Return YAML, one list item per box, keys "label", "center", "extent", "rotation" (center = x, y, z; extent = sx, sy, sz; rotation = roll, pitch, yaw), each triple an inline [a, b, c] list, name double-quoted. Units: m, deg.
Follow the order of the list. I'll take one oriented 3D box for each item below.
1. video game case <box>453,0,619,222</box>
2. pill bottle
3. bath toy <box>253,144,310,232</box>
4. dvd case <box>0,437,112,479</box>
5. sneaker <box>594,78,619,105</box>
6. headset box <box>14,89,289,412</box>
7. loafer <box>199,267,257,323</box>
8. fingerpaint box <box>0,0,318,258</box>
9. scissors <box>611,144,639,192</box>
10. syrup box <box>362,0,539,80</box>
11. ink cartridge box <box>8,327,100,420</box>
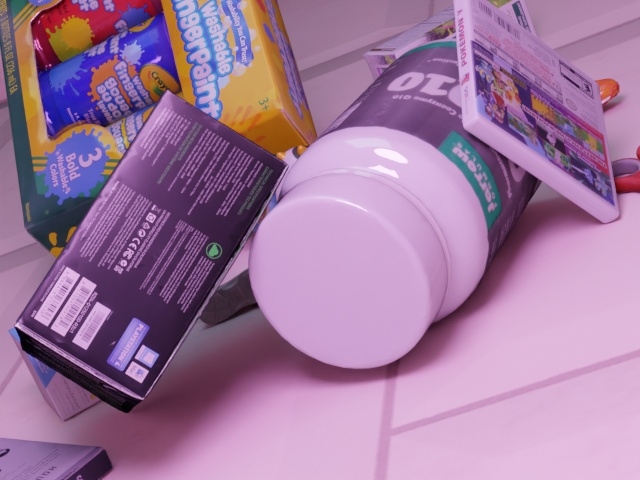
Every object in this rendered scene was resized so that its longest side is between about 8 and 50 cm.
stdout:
- label: "video game case"
  center: [0.208, -0.131, 1.420]
  extent: [0.023, 0.201, 0.183]
  rotation: [-35, 38, 35]
- label: "pill bottle"
  center: [0.083, -0.041, 1.400]
  extent: [0.204, 0.204, 0.361]
  rotation: [-13, 21, 31]
- label: "bath toy"
  center: [0.063, -0.096, 1.710]
  extent: [0.348, 0.129, 0.151]
  rotation: [-15, 19, 24]
- label: "dvd case"
  center: [-0.329, 0.247, 1.378]
  extent: [0.239, 0.029, 0.179]
  rotation: [-3, 27, 46]
- label: "sneaker"
  center: [0.276, -0.175, 1.766]
  extent: [0.175, 0.067, 0.064]
  rotation: [-7, 22, 38]
- label: "headset box"
  center: [-0.164, 0.024, 1.373]
  extent: [0.246, 0.131, 0.283]
  rotation: [-59, 4, -14]
- label: "loafer"
  center: [-0.078, 0.051, 1.607]
  extent: [0.125, 0.045, 0.039]
  rotation: [-25, 11, 6]
- label: "fingerpaint box"
  center: [-0.227, -0.222, 1.973]
  extent: [0.371, 0.163, 0.445]
  rotation: [-23, 54, 12]
- label: "scissors"
  center: [0.343, -0.052, 1.398]
  extent: [0.109, 0.021, 0.297]
  rotation: [-23, 16, -2]
- label: "syrup box"
  center: [0.190, -0.279, 2.129]
  extent: [0.237, 0.093, 0.096]
  rotation: [-31, 19, -22]
- label: "ink cartridge box"
  center: [-0.240, 0.108, 1.559]
  extent: [0.143, 0.092, 0.090]
  rotation: [-29, 19, -16]
